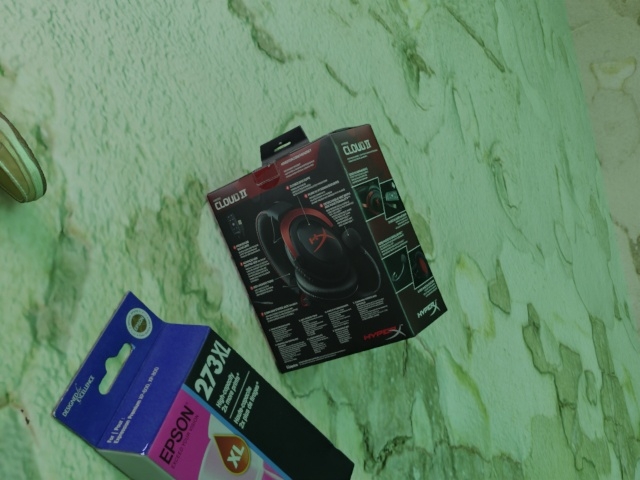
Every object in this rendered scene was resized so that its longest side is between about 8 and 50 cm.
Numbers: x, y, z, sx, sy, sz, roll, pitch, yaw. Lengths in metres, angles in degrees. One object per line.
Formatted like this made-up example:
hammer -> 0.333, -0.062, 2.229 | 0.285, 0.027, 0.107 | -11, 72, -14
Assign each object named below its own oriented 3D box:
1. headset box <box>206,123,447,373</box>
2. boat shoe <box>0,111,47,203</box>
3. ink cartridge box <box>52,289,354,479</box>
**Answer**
headset box -> 0.000, 0.000, 0.996 | 0.110, 0.218, 0.293 | -25, 92, -55
boat shoe -> -0.350, -0.104, 0.747 | 0.190, 0.068, 0.072 | 50, 51, -7
ink cartridge box -> -0.110, 0.230, 0.875 | 0.371, 0.069, 0.175 | 46, 41, -23
